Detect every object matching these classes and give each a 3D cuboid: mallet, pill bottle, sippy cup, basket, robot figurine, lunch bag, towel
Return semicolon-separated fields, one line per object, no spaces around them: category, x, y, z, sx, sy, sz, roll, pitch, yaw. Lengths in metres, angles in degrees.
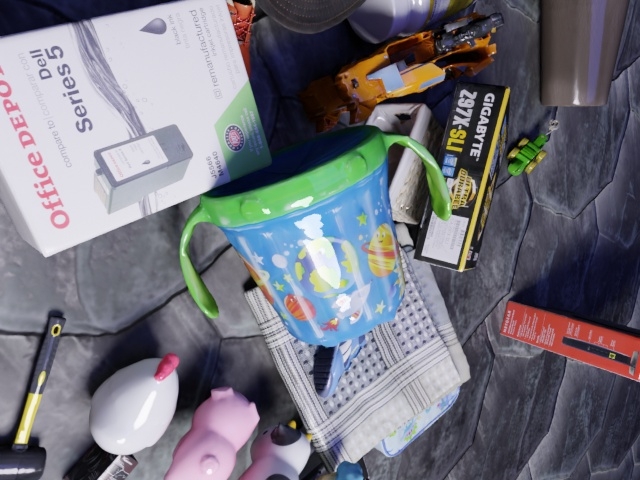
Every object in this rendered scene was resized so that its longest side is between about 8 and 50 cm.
mallet;-0.318;0.183;0.605;0.062;0.039;0.190;28;78;-37
pill bottle;0.142;-0.379;0.793;0.208;0.119;0.119;-34;118;-28
sippy cup;0.000;0.000;0.669;0.240;0.305;0.224;-49;122;-53
basket;0.530;-0.393;1.080;0.204;0.154;0.227;-14;111;-34
robot figurine;0.123;-0.245;0.758;0.291;0.211;0.085;-27;105;-20
lunch bag;0.153;0.267;0.954;0.219;0.090;0.176;-28;115;-31
basket;0.122;-0.118;0.835;0.103;0.113;0.167;28;82;-40
towel;0.082;0.151;0.829;0.324;0.056;0.312;-25;92;-30

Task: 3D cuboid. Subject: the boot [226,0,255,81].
boot;-0.109;-0.256;0.646;0.059;0.084;0.158;-25;115;-34

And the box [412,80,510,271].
box;0.239;-0.083;0.858;0.322;0.079;0.257;8;94;-71

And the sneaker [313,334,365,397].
sneaker;0.033;0.155;0.752;0.059;0.053;0.144;27;72;-24

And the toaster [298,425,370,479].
toaster;-0.013;0.409;0.840;0.185;0.110;0.168;-30;115;-30

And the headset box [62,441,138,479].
headset box;-0.271;0.284;0.643;0.083;0.062;0.032;-48;123;-20

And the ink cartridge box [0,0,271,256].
ink cartridge box;-0.213;-0.131;0.568;0.272;0.114;0.198;-29;116;-30

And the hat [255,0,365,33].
hat;-0.028;-0.415;0.611;0.331;0.134;0.331;-26;128;-39

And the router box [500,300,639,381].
router box;0.628;0.225;1.183;0.335;0.301;0.082;12;92;-40

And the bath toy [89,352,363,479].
bath toy;-0.114;0.256;0.670;0.348;0.151;0.129;37;100;-13

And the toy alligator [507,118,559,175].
toy alligator;0.444;-0.187;1.117;0.189;0.056;0.051;-43;164;-25
